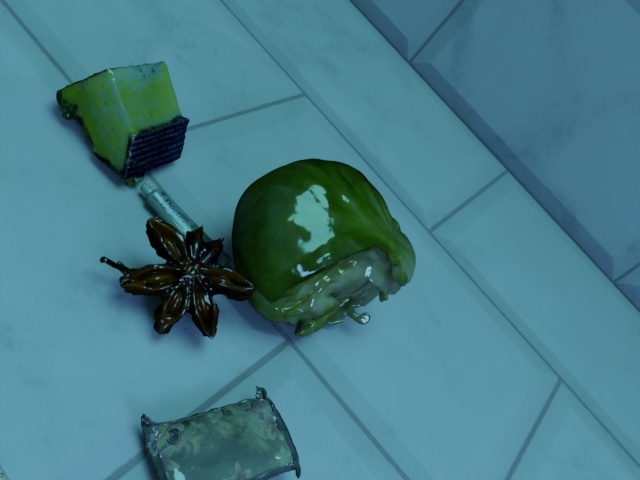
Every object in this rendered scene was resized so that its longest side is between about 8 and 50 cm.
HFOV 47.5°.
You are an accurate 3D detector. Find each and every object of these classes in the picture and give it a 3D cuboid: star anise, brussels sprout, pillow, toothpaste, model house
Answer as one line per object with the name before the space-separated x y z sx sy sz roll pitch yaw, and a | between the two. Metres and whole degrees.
star anise | -0.229 0.060 1.230 0.190 0.126 0.220 -39 95 -15
brussels sprout | 0.000 0.000 1.388 0.371 0.276 0.315 11 51 -38
pillow | -0.152 0.319 1.114 0.255 0.059 0.169 -3 56 -43
toothpaste | -0.260 -0.026 1.370 0.218 0.041 0.064 46 47 -1
model house | -0.367 -0.221 1.410 0.194 0.170 0.212 -36 110 -60

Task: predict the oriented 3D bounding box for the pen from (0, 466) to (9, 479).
pen | -0.427 0.279 0.917 0.269 0.033 0.033 53 37 12
